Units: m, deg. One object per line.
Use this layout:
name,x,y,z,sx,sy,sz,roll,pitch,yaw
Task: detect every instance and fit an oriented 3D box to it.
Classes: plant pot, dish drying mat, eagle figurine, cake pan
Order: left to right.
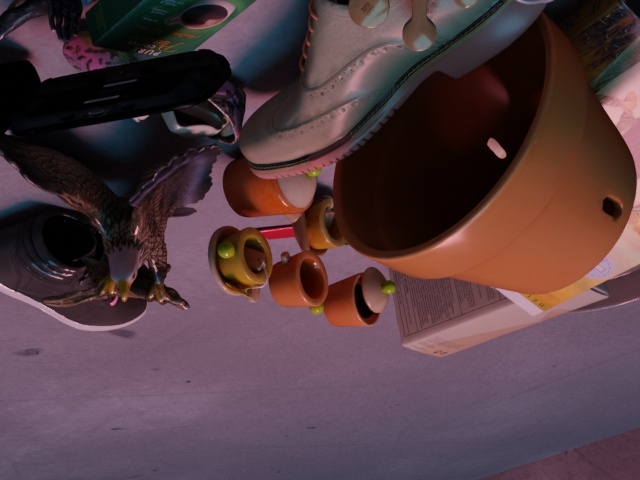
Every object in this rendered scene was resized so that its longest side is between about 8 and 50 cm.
eagle figurine,-0.232,-0.032,1.160,0.226,0.225,0.298,-29,140,-24
dish drying mat,-0.059,-0.011,1.447,0.083,0.008,0.032,-6,154,-4
plant pot,0.183,-0.075,1.008,0.203,0.291,0.291,28,139,-31
cake pan,0.472,0.048,1.667,0.293,0.054,0.293,-6,155,-3

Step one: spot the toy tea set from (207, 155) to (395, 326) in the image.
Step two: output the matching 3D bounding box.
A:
toy tea set,0.000,0.000,1.268,0.124,0.200,0.336,-14,155,32

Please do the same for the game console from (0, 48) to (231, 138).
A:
game console,-0.261,-0.113,0.911,0.361,0.213,0.044,-8,124,17

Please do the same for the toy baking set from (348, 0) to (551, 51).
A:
toy baking set,0.108,-0.268,0.809,0.256,0.030,0.197,-18,115,15

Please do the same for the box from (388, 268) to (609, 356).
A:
box,0.272,0.064,1.543,0.311,0.148,0.121,-24,151,33

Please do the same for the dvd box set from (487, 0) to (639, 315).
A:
dvd box set,0.301,-0.085,1.178,0.307,0.062,0.420,37,138,-16

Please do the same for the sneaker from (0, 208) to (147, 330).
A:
sneaker,-0.325,0.048,1.380,0.146,0.105,0.295,-19,149,34

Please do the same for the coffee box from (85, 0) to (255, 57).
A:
coffee box,-0.119,-0.230,0.903,0.184,0.041,0.113,-29,163,38

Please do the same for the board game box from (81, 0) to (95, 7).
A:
board game box,-0.209,-0.254,0.880,0.090,0.020,0.090,-20,152,21

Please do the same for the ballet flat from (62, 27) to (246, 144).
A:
ballet flat,-0.165,-0.153,1.035,0.221,0.079,0.077,18,144,-42

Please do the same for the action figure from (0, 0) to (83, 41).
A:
action figure,-0.350,-0.184,0.841,0.275,0.141,0.164,-15,138,24

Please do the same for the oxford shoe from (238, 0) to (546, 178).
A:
oxford shoe,0.033,-0.198,0.976,0.146,0.141,0.397,35,131,-27
